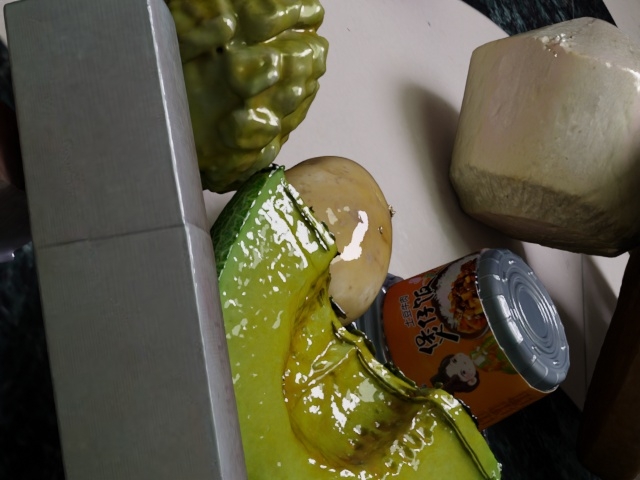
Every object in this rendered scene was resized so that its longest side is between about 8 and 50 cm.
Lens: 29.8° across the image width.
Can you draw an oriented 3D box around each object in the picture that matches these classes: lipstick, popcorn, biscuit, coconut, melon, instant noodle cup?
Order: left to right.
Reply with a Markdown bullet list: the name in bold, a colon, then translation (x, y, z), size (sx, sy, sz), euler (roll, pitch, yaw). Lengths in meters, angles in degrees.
- **lipstick**: translation (-0.086, 0.064, 0.590), size (0.076, 0.080, 0.371), euler (51, 29, -82)
- **popcorn**: translation (-0.066, -0.107, 0.824), size (0.142, 0.173, 0.173), euler (38, 34, -24)
- **melon**: translation (-0.027, 0.110, 0.731), size (0.265, 0.129, 0.169), euler (55, 48, -20)
- **instant noodle cup**: translation (0.125, 0.084, 0.994), size (0.208, 0.125, 0.177), euler (37, 36, -39)
- **coconut**: translation (0.265, -0.119, 1.286), size (0.239, 0.239, 0.244), euler (22, 80, -51)
- **biscuit**: translation (0.354, 0.048, 1.205), size (0.070, 0.394, 0.350), euler (20, 14, 8)

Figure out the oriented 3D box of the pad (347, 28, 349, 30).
- **pad**: translation (-0.097, -0.280, 1.028), size (0.323, 0.055, 0.250), euler (40, 29, -3)

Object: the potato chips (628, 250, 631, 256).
- **potato chips**: translation (0.423, 0.066, 1.388), size (0.097, 0.373, 0.389), euler (14, 32, -2)

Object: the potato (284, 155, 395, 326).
- **potato**: translation (0.000, 0.000, 0.876), size (0.118, 0.109, 0.178), euler (53, 22, -6)

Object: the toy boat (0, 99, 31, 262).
- **toy boat**: translation (-0.250, -0.114, 0.610), size (0.282, 0.096, 0.206), euler (54, 19, 14)
